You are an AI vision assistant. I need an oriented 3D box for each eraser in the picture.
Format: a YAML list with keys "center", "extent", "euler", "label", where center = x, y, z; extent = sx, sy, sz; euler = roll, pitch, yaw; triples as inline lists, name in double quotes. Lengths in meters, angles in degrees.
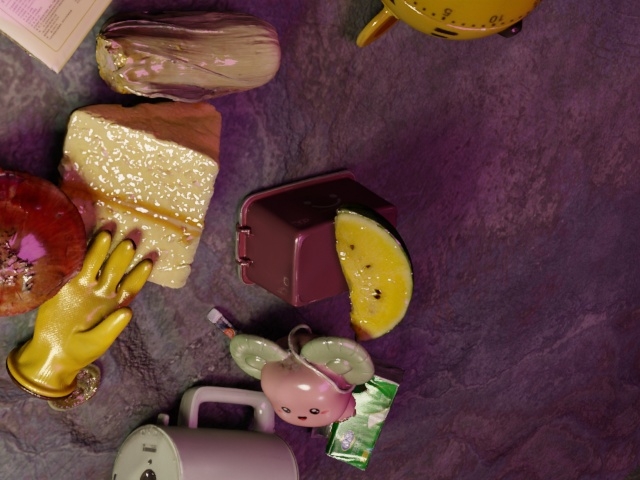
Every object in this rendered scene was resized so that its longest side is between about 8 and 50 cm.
- center: [-0.181, 0.163, 1.781]
  extent: [0.027, 0.019, 0.099]
  euler: [-50, 137, -9]
  label: "eraser"

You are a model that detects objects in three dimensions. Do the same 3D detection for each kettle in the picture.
- center: [-0.220, 0.435, 1.796]
  extent: [0.318, 0.265, 0.205]
  euler: [14, 134, -45]
  label: "kettle"

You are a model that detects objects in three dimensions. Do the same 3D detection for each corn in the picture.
- center: [-0.202, -0.288, 1.442]
  extent: [0.305, 0.122, 0.123]
  euler: [-13, 128, -34]
  label: "corn"

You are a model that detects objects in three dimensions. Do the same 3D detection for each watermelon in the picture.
- center: [0.098, 0.052, 1.687]
  extent: [0.129, 0.123, 0.301]
  euler: [-18, 124, -9]
  label: "watermelon"

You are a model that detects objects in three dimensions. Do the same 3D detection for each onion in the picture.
- center: [-0.453, 0.013, 1.316]
  extent: [0.230, 0.163, 0.229]
  euler: [-2, 112, -4]
  label: "onion"

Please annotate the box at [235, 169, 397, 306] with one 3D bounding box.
- center: [0.000, 0.000, 1.753]
  extent: [0.294, 0.167, 0.193]
  euler: [-17, 124, -35]
  label: "box"

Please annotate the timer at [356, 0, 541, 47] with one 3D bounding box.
- center: [0.236, -0.496, 1.609]
  extent: [0.376, 0.376, 0.387]
  euler: [-40, 176, -19]
  label: "timer"

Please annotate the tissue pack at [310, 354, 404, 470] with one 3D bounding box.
- center: [0.075, 0.364, 2.048]
  extent: [0.148, 0.156, 0.209]
  euler: [-28, 139, -77]
  label: "tissue pack"

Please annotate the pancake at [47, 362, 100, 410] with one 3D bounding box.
- center: [-0.426, 0.248, 1.608]
  extent: [0.108, 0.017, 0.108]
  euler: [-21, 128, -30]
  label: "pancake"

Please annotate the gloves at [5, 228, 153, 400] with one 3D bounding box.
- center: [-0.373, 0.103, 1.446]
  extent: [0.133, 0.116, 0.294]
  euler: [28, 112, -20]
  label: "gloves"

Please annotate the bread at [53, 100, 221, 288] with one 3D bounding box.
- center: [-0.295, -0.100, 1.462]
  extent: [0.236, 0.198, 0.263]
  euler: [12, 122, -14]
  label: "bread"

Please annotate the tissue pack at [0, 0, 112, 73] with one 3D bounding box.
- center: [-0.362, -0.371, 1.253]
  extent: [0.234, 0.125, 0.159]
  euler: [-55, 135, -3]
  label: "tissue pack"

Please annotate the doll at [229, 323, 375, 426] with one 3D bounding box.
- center: [-0.022, 0.242, 1.817]
  extent: [0.268, 0.284, 0.216]
  euler: [67, 29, -49]
  label: "doll"
